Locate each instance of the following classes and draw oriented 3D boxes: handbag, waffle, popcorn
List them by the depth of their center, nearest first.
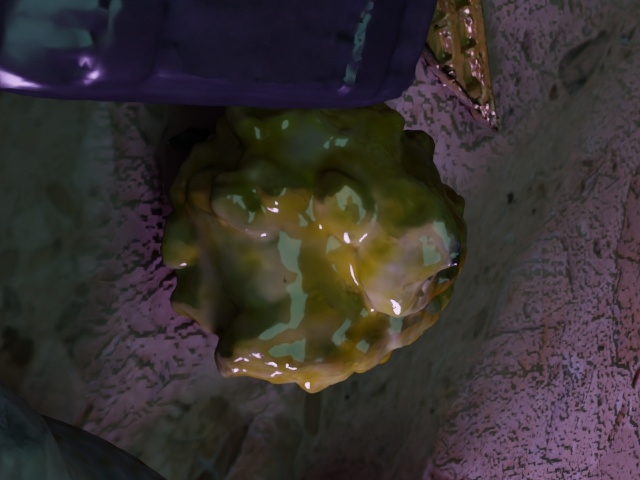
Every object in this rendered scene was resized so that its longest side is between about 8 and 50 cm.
[{"bbox_3d":[-0.056,-0.159,0.485,0.254,0.181,0.181,-2,118,-43],"label":"handbag"},{"bbox_3d":[-0.007,-0.006,0.643,0.173,0.142,0.173,-15,136,-14],"label":"popcorn"},{"bbox_3d":[0.062,-0.114,0.725,0.097,0.023,0.152,-32,129,-27],"label":"waffle"}]

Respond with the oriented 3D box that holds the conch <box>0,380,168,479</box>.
[{"bbox_3d":[-0.179,0.187,0.516,0.303,0.215,0.319,-31,96,-36],"label":"conch"}]
